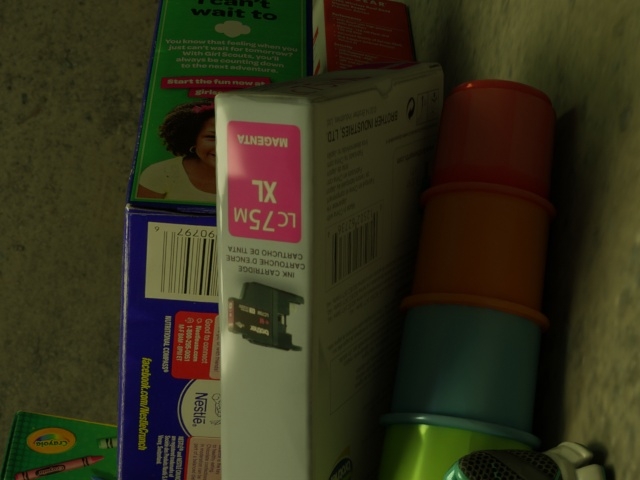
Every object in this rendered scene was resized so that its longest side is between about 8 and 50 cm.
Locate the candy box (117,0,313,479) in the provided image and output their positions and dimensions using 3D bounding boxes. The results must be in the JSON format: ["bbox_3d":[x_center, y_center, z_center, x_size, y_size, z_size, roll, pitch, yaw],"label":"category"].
[{"bbox_3d":[-0.075,-0.020,0.898,0.317,0.122,0.268,-94,10,-48],"label":"candy box"}]

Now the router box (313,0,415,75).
[{"bbox_3d":[0.000,0.000,1.087,0.301,0.082,0.335,-92,16,-47],"label":"router box"}]

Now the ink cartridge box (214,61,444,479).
[{"bbox_3d":[0.011,0.066,0.671,0.186,0.065,0.311,-26,-63,-63],"label":"ink cartridge box"}]

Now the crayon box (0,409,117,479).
[{"bbox_3d":[-0.170,0.257,1.202,0.165,0.278,0.081,114,163,-51],"label":"crayon box"}]

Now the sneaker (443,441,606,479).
[{"bbox_3d":[0.082,0.168,0.545,0.065,0.076,0.166,119,158,-61],"label":"sneaker"}]

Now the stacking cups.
[{"bbox_3d":[0.082,0.073,0.648,0.096,0.096,0.316,134,150,-70],"label":"stacking cups"}]
